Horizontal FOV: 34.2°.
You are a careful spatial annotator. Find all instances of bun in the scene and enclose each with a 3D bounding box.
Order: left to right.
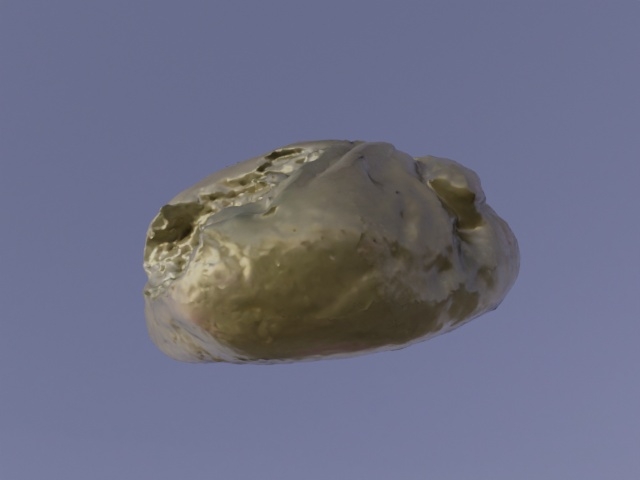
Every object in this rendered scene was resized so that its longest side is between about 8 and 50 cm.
[{"bbox_3d":[0.000,0.000,0.599,0.210,0.237,0.116,-5,-86,31],"label":"bun"}]
